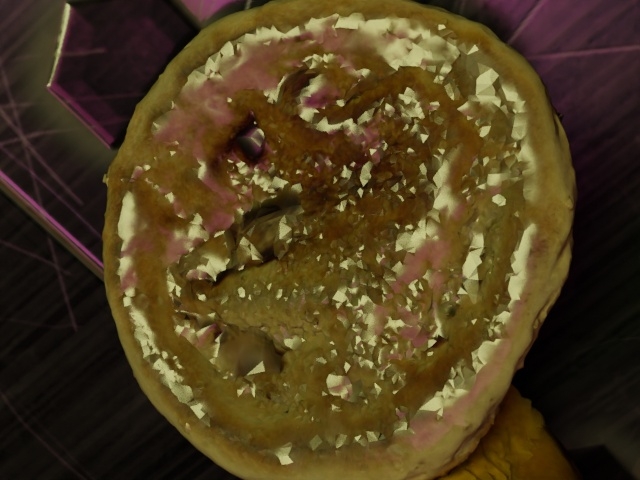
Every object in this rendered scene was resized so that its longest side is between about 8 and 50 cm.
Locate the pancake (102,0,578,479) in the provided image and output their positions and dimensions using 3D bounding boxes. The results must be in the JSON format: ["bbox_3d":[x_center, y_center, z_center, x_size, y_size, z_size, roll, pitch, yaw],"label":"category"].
[{"bbox_3d":[0.001,0.000,0.846,0.356,0.065,0.356,-1,88,19],"label":"pancake"}]

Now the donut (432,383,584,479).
[{"bbox_3d":[0.217,0.161,0.830,0.435,0.377,0.163,-30,114,8],"label":"donut"}]
